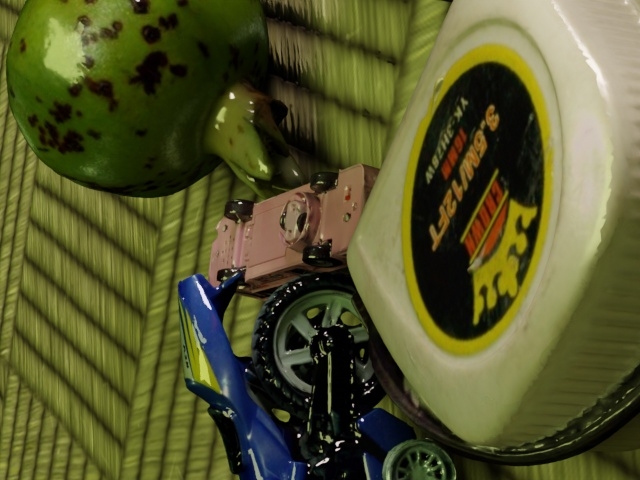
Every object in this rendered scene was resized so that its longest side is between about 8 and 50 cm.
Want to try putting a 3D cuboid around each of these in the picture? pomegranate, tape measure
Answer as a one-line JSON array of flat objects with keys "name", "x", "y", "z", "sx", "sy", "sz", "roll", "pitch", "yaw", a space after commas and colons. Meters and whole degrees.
[{"name": "pomegranate", "x": -0.112, "y": -0.120, "z": 1.073, "sx": 0.263, "sy": 0.211, "sz": 0.211, "roll": 30, "pitch": 118, "yaw": 19}, {"name": "tape measure", "x": 0.118, "y": 0.013, "z": 0.722, "sx": 0.231, "sy": 0.133, "sz": 0.271, "roll": -109, "pitch": 35, "yaw": -45}]

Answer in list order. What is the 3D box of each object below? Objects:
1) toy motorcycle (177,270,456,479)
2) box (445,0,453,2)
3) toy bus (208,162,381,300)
[{"name": "toy motorcycle", "x": -0.011, "y": 0.168, "z": 0.857, "sx": 0.113, "sy": 0.169, "sz": 0.315, "roll": 131, "pitch": 127, "yaw": -75}, {"name": "box", "x": 0.030, "y": -0.252, "z": 0.833, "sx": 0.252, "sy": 0.188, "sz": 0.153, "roll": 53, "pitch": 131, "yaw": 50}, {"name": "toy bus", "x": 0.000, "y": 0.000, "z": 0.951, "sx": 0.203, "sy": 0.090, "sz": 0.063, "roll": -17, "pitch": 63, "yaw": 58}]
